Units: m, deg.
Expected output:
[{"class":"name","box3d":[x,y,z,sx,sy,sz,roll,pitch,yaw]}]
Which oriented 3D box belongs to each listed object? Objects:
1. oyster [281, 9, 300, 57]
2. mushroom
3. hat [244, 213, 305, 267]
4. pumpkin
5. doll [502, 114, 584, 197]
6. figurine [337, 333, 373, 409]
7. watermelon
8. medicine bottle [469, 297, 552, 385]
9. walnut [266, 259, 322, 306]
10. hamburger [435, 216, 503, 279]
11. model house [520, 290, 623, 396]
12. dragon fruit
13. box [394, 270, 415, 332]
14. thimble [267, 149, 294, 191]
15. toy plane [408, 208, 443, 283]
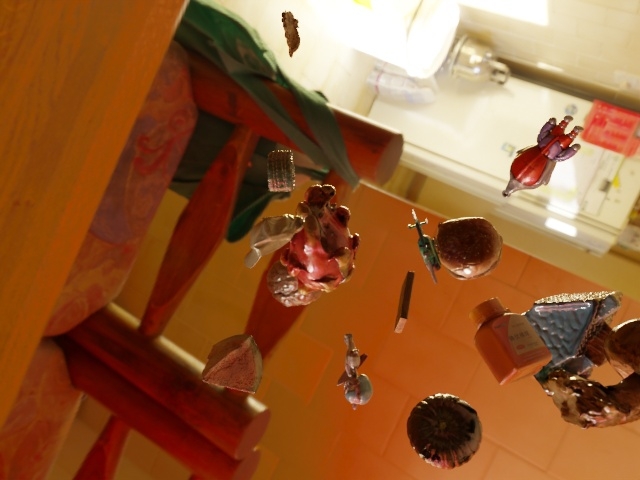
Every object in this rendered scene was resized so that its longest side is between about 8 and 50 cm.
[{"class":"oyster","box3d":[-0.091,-0.608,1.674,0.086,0.029,0.132,33,59,-46]},{"class":"mushroom","box3d":[0.753,0.347,1.262,0.356,0.331,0.334,-49,115,-15]},{"class":"hat","box3d":[-0.125,-0.007,1.355,0.166,0.081,0.122,-39,-174,44]},{"class":"pumpkin","box3d":[0.335,0.514,1.548,0.202,0.202,0.140,-54,151,-20]},{"class":"doll","box3d":[0.471,-0.172,1.245,0.075,0.102,0.227,-9,145,-37]},{"class":"figurine","box3d":[0.129,0.445,2.016,0.205,0.102,0.260,110,-22,-51]},{"class":"watermelon","box3d":[-0.293,0.426,1.900,0.202,0.207,0.136,-21,171,-16]},{"class":"medicine bottle","box3d":[0.524,0.280,1.625,0.149,0.222,0.112,-11,144,-26]},{"class":"walnut","box3d":[-0.073,0.132,1.898,0.178,0.230,0.178,12,70,-36]},{"class":"hamburger","box3d":[0.558,0.021,2.167,0.243,0.286,0.146,-43,133,3]},{"class":"model house","box3d":[0.854,0.286,1.864,0.360,0.297,0.339,-1,141,-49]},{"class":"dragon fruit","box3d":[-0.006,0.003,1.658,0.227,0.307,0.243,-17,180,-21]},{"class":"box","box3d":[0.303,0.223,2.066,0.121,0.030,0.193,97,7,-57]},{"class":"thimble","box3d":[-0.134,-0.231,1.942,0.118,0.090,0.135,89,-1,-59]},{"class":"toy plane","box3d":[0.318,0.012,1.745,0.235,0.060,0.096,69,24,-9]}]
